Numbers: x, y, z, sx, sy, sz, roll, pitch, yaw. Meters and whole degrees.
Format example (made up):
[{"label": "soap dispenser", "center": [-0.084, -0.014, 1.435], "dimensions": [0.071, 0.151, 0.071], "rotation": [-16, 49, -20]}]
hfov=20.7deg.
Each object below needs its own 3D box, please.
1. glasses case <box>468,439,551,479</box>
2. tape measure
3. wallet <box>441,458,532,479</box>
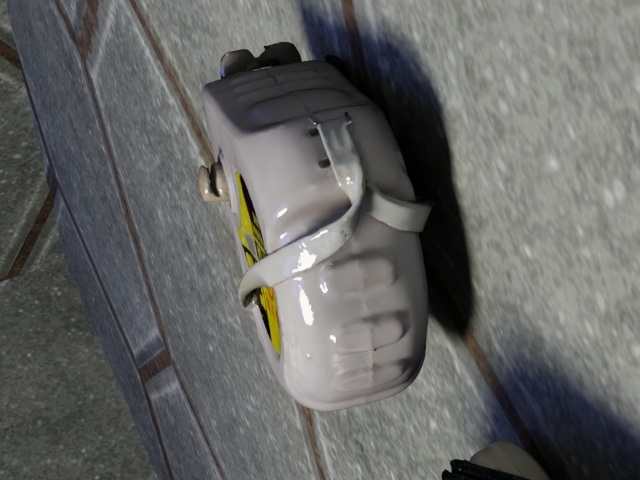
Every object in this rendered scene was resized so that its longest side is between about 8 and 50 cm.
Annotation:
[{"label": "glasses case", "center": [0.119, 0.204, 1.001], "dimensions": [0.081, 0.051, 0.204], "rotation": [42, 149, 53]}, {"label": "tape measure", "center": [0.000, 0.000, 1.035], "dimensions": [0.236, 0.120, 0.197], "rotation": [-130, 29, -69]}, {"label": "wallet", "center": [0.117, 0.165, 0.894], "dimensions": [0.129, 0.026, 0.088], "rotation": [11, 122, 45]}]
